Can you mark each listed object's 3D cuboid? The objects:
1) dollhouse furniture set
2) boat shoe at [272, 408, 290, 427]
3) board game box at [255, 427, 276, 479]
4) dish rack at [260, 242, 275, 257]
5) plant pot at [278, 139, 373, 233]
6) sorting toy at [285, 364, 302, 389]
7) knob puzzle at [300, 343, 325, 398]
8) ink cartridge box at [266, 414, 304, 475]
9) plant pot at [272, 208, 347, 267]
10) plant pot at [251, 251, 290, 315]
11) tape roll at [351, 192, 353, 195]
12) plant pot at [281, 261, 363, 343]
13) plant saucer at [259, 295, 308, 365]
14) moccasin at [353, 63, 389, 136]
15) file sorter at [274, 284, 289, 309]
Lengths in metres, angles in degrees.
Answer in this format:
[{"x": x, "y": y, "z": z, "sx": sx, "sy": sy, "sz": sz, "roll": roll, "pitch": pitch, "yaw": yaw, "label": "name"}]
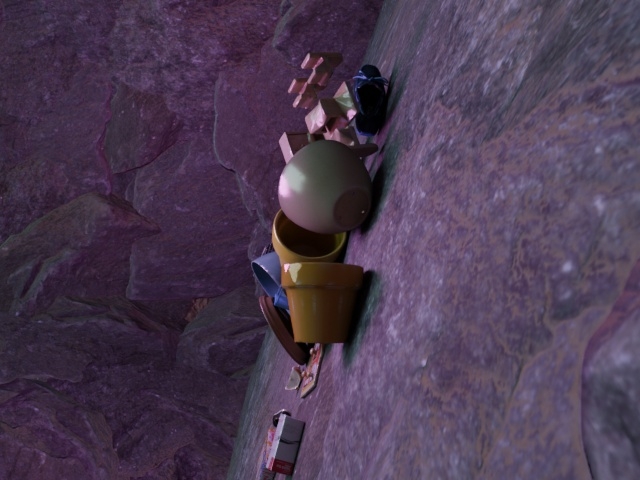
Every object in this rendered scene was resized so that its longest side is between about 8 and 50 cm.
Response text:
[{"x": 0.054, "y": -0.396, "z": 1.834, "sx": 0.394, "sy": 0.257, "sz": 0.361, "roll": -43, "pitch": 63, "yaw": 57, "label": "dollhouse furniture set"}, {"x": -0.140, "y": 0.620, "z": 1.776, "sx": 0.133, "sy": 0.049, "sz": 0.042, "roll": -57, "pitch": 7, "yaw": 51, "label": "boat shoe"}, {"x": -0.184, "y": 0.763, "z": 1.769, "sx": 0.193, "sy": 0.045, "sz": 0.146, "roll": -97, "pitch": 25, "yaw": -76, "label": "board game box"}, {"x": -0.132, "y": 0.102, "z": 2.240, "sx": 0.074, "sy": 0.272, "sz": 0.208, "roll": -115, "pitch": 42, "yaw": -62, "label": "dish rack"}, {"x": 0.045, "y": -0.132, "z": 1.515, "sx": 0.191, "sy": 0.284, "sz": 0.283, "roll": 41, "pitch": 117, "yaw": 49, "label": "plant pot"}, {"x": -0.084, "y": 0.467, "z": 1.779, "sx": 0.075, "sy": 0.045, "sz": 0.083, "roll": -67, "pitch": -4, "yaw": -75, "label": "sorting toy"}, {"x": -0.026, "y": 0.371, "z": 1.588, "sx": 0.213, "sy": 0.030, "sz": 0.212, "roll": -162, "pitch": 90, "yaw": -84, "label": "knob puzzle"}, {"x": -0.100, "y": 0.581, "z": 1.474, "sx": 0.109, "sy": 0.063, "sz": 0.150, "roll": 123, "pitch": 165, "yaw": -68, "label": "ink cartridge box"}, {"x": -0.048, "y": 0.022, "z": 1.829, "sx": 0.239, "sy": 0.254, "sz": 0.253, "roll": 103, "pitch": 180, "yaw": -55, "label": "plant pot"}, {"x": -0.114, "y": 0.148, "z": 2.091, "sx": 0.196, "sy": 0.290, "sz": 0.290, "roll": -36, "pitch": -6, "yaw": -18, "label": "plant pot"}, {"x": 0.026, "y": -0.134, "z": 1.680, "sx": 0.080, "sy": 0.189, "sz": 0.188, "roll": 42, "pitch": 118, "yaw": 49, "label": "tape roll"}, {"x": 0.002, "y": 0.157, "z": 1.278, "sx": 0.205, "sy": 0.206, "sz": 0.187, "roll": 138, "pitch": 134, "yaw": -78, "label": "plant pot"}, {"x": -0.119, "y": 0.301, "z": 1.773, "sx": 0.041, "sy": 0.277, "sz": 0.278, "roll": -34, "pitch": 9, "yaw": 2, "label": "plant saucer"}, {"x": 0.191, "y": -0.533, "z": 1.881, "sx": 0.116, "sy": 0.138, "sz": 0.341, "roll": 92, "pitch": 177, "yaw": -58, "label": "moccasin"}, {"x": -0.060, "y": 0.188, "z": 1.765, "sx": 0.118, "sy": 0.171, "sz": 0.104, "roll": -117, "pitch": 48, "yaw": -81, "label": "file sorter"}]
